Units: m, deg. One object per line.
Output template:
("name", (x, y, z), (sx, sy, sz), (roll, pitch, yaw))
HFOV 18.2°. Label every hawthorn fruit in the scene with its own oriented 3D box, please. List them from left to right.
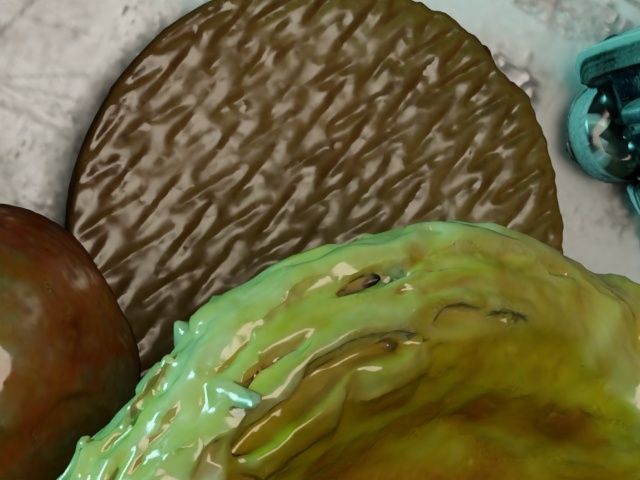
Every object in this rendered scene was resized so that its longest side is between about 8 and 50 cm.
("hawthorn fruit", (-0.161, 0.048, 0.838), (0.189, 0.149, 0.149), (32, 71, -61))

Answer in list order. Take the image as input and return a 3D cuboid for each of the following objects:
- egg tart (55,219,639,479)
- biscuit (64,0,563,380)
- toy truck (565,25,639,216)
("egg tart", (0.023, 0.171, 0.878), (0.387, 0.169, 0.388), (-6, 104, -25))
("biscuit", (0.000, 0.000, 0.972), (0.262, 0.037, 0.262), (2, 86, -22))
("toy truck", (0.265, 0.006, 1.031), (0.162, 0.136, 0.305), (-31, 101, -28))
